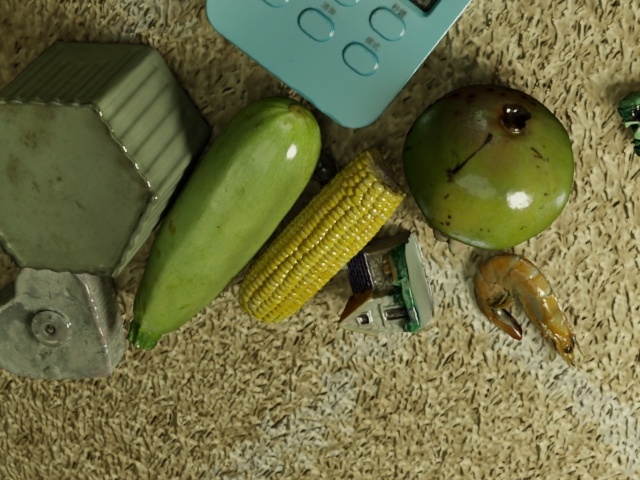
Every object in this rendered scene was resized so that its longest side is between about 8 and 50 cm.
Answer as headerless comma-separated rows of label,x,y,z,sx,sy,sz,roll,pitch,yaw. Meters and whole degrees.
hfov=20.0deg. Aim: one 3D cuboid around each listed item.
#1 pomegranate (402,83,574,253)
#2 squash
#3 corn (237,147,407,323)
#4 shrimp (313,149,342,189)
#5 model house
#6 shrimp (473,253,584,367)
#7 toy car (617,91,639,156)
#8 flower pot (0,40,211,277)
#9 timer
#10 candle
pomegranate,0.181,-0.060,1.920,0.179,0.179,0.210,0,135,15
squash,-0.115,-0.017,2.045,0.118,0.118,0.370,34,123,-3
corn,0.000,0.000,2.014,0.081,0.081,0.248,41,119,-6
shrimp,0.017,-0.063,2.033,0.092,0.029,0.038,44,117,-12
model house,0.064,0.052,2.042,0.100,0.088,0.101,-9,109,17
shrimp,0.229,0.086,2.039,0.095,0.045,0.162,-26,108,24
toy car,0.383,-0.136,1.887,0.143,0.054,0.073,-20,107,22
flower pot,-0.259,-0.092,2.001,0.239,0.189,0.209,4,117,13
timer,0.033,-0.275,1.897,0.232,0.091,0.250,36,115,-3
candle,-0.309,0.096,2.175,0.168,0.068,0.192,36,122,-5
